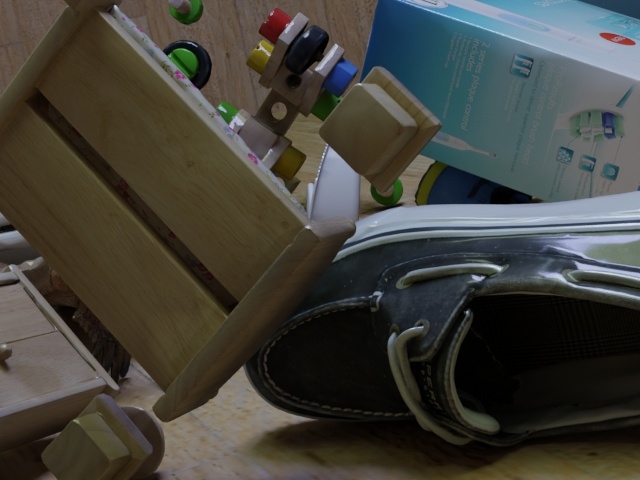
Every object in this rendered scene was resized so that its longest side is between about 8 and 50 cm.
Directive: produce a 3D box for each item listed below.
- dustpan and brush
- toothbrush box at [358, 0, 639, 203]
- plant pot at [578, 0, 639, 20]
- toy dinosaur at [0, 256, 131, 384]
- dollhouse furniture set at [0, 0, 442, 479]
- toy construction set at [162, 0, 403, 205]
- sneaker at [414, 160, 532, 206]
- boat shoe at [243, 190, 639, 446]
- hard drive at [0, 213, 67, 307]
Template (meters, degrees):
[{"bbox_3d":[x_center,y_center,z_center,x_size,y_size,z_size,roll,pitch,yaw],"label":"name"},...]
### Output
[{"bbox_3d":[0.000,0.000,1.317,0.060,0.147,0.211,4,37,-2],"label":"dustpan and brush"},{"bbox_3d":[0.208,-0.122,1.329,0.295,0.126,0.216,23,24,22],"label":"toothbrush box"},{"bbox_3d":[0.343,-0.227,1.771,0.165,0.234,0.165,-8,10,27],"label":"plant pot"},{"bbox_3d":[-0.236,0.062,1.191,0.200,0.127,0.295,-8,-5,-22],"label":"toy dinosaur"},{"bbox_3d":[-0.128,-0.041,0.923,0.355,0.303,0.174,-48,-14,19],"label":"dollhouse furniture set"},{"bbox_3d":[-0.024,-0.121,1.785,0.308,0.258,0.237,10,0,7],"label":"toy construction set"},{"bbox_3d":[0.169,-0.040,1.467,0.082,0.069,0.209,30,20,25],"label":"sneaker"},{"bbox_3d":[0.084,0.047,0.834,0.335,0.121,0.119,-15,21,32],"label":"boat shoe"},{"bbox_3d":[-0.207,0.009,1.352,0.203,0.040,0.307,-10,-11,14],"label":"hard drive"}]
